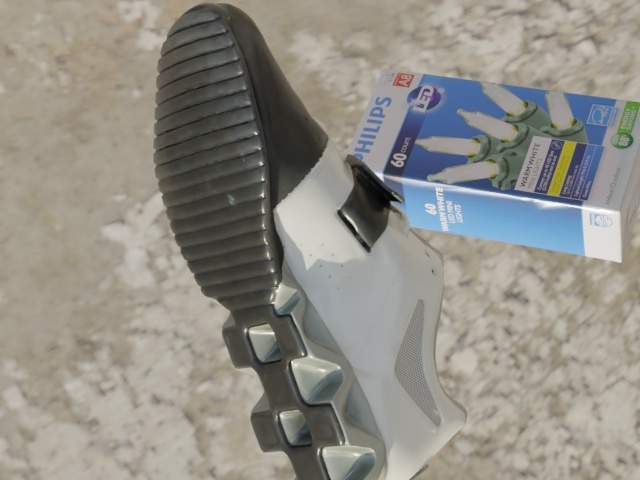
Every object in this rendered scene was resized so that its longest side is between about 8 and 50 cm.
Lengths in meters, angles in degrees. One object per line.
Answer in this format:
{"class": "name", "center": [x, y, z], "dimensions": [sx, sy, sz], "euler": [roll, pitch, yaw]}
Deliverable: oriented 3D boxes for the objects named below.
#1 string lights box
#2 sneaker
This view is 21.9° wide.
{"class": "string lights box", "center": [0.164, -0.072, 1.522], "dimensions": [0.259, 0.133, 0.077], "euler": [10, 144, 19]}
{"class": "sneaker", "center": [0.000, 0.000, 1.053], "dimensions": [0.122, 0.146, 0.330], "euler": [-4, 107, 54]}
